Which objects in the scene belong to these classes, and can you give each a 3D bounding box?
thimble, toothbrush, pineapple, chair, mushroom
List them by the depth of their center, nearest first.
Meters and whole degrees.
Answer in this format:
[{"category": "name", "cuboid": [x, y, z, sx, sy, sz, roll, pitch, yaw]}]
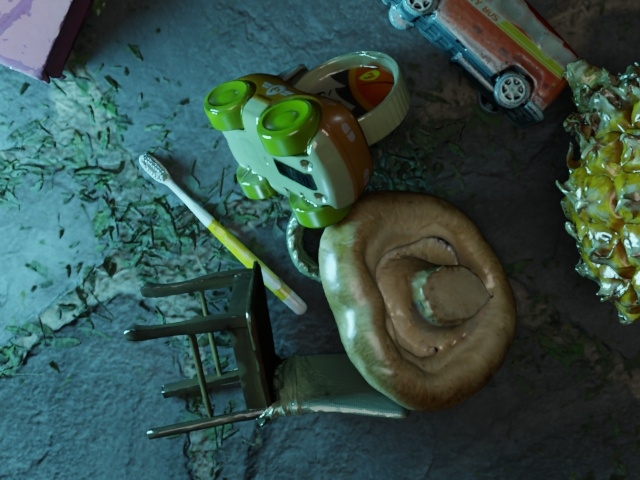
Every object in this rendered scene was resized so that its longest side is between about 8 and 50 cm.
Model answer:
[{"category": "pineapple", "cuboid": [0.334, -0.056, 1.495, 0.286, 0.344, 0.209, 47, 57, 4]}, {"category": "mushroom", "cuboid": [0.115, 0.070, 1.589, 0.278, 0.146, 0.278, 9, 72, -29]}, {"category": "chair", "cuboid": [-0.059, 0.134, 1.610, 0.319, 0.160, 0.186, -8, 110, 4]}, {"category": "thimble", "cuboid": [0.000, 0.000, 1.650, 0.084, 0.062, 0.110, -9, 97, 0]}, {"category": "toothbrush", "cuboid": [-0.123, -0.007, 1.669, 0.288, 0.024, 0.021, 44, 93, -5]}]

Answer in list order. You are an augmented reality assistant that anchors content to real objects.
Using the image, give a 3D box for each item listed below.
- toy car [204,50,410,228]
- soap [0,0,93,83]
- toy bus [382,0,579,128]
[{"category": "toy car", "cuboid": [0.000, -0.148, 1.579, 0.235, 0.235, 0.145, -21, 127, 3]}, {"category": "soap", "cuboid": [-0.352, -0.398, 1.575, 0.233, 0.128, 0.359, 24, 98, -3]}, {"category": "toy bus", "cuboid": [0.189, -0.259, 1.595, 0.265, 0.121, 0.120, 43, 87, -4]}]
